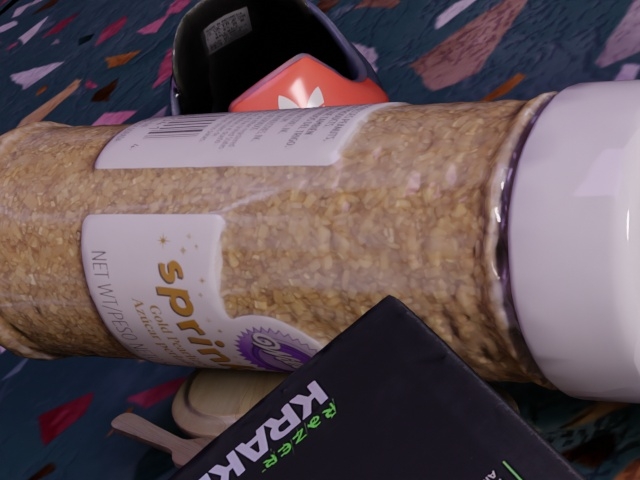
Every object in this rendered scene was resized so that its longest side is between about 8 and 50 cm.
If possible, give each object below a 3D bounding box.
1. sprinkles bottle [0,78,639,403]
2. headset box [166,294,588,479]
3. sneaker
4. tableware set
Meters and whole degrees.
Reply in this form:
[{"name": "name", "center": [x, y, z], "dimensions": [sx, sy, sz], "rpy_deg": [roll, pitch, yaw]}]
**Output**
[{"name": "sprinkles bottle", "center": [0.000, 0.000, 0.690], "dimensions": [0.355, 0.121, 0.121], "rpy_deg": [0, 40, 38]}, {"name": "headset box", "center": [0.010, 0.180, 0.390], "dimensions": [0.246, 0.131, 0.283], "rpy_deg": [-41, 25, -1]}, {"name": "sneaker", "center": [-0.035, -0.090, 0.936], "dimensions": [0.131, 0.148, 0.350], "rpy_deg": [-37, 25, -6]}, {"name": "tableware set", "center": [0.009, 0.085, 0.702], "dimensions": [0.128, 0.039, 0.194], "rpy_deg": [-33, 28, -28]}]
